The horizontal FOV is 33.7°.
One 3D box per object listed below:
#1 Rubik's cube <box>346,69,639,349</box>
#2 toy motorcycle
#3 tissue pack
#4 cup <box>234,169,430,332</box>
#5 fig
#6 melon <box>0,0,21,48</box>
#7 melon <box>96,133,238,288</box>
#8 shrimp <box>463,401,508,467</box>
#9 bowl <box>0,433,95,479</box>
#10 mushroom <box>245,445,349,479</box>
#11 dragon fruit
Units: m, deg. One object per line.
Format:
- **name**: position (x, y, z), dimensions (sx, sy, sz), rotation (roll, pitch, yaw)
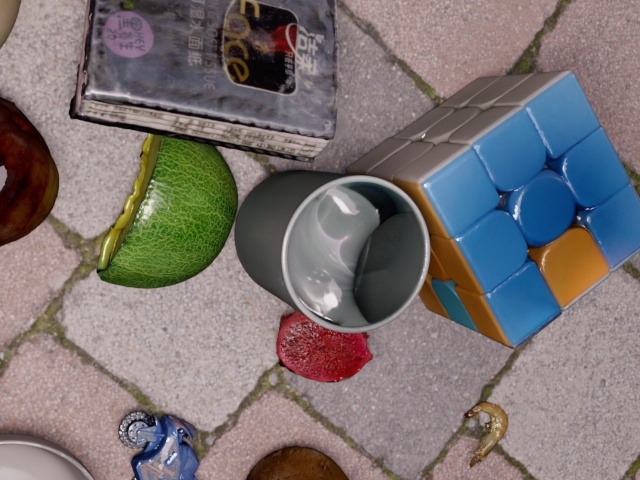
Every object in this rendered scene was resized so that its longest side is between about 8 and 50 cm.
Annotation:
- **Rubik's cube**: position (0.265, -0.057, 1.591), dimensions (0.290, 0.291, 0.292), rotation (-36, 108, -12)
- **toy motorcycle**: position (-0.228, 0.339, 1.587), dimensions (0.114, 0.076, 0.205), rotation (-23, 105, -23)
- **tissue pack**: position (-0.155, -0.265, 1.479), dimensions (0.361, 0.122, 0.259), rotation (10, 69, -19)
- **cup**: position (0.000, 0.000, 1.493), dimensions (0.205, 0.312, 0.206), rotation (-3, 98, -19)
- **fig**: position (-0.494, -0.039, 1.401), dimensions (0.217, 0.217, 0.321), rotation (37, 106, -20)
- **melon**: position (-0.537, -0.298, 1.287), dimensions (0.330, 0.268, 0.269), rotation (-21, 103, -6)
- **melon**: position (-0.196, -0.037, 1.521), dimensions (0.169, 0.129, 0.265), rotation (21, 89, -24)
- **shrimp**: position (0.268, 0.325, 1.784), dimensions (0.083, 0.023, 0.114), rotation (38, 78, -17)
- **bowl**: position (-0.446, 0.398, 1.475), dimensions (0.286, 0.144, 0.287), rotation (-2, 97, -19)
- **mushroom**: position (-0.024, 0.437, 1.632), dimensions (0.194, 0.138, 0.231), rotation (-42, 108, -10)
- **dragon fruit**: position (0.005, 0.137, 1.639), dimensions (0.153, 0.111, 0.153), rotation (5, 126, 7)
